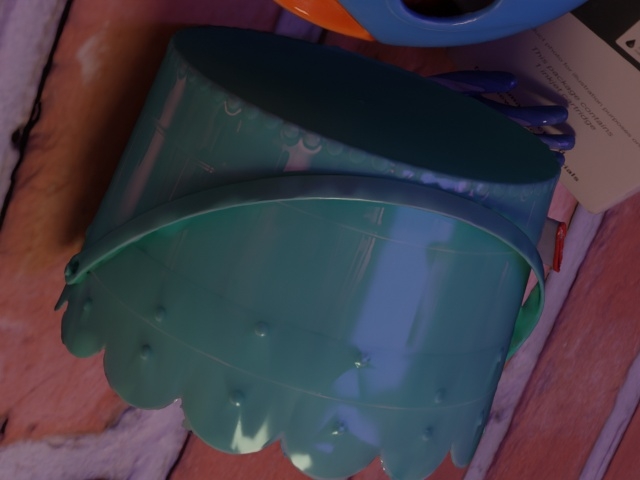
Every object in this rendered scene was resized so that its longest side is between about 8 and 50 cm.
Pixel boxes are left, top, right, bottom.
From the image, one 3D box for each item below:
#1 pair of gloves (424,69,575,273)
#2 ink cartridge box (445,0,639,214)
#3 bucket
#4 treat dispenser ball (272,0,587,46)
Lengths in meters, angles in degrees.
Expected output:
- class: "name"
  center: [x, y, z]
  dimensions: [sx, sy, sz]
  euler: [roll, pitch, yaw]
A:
- class: "pair of gloves"
  center: [0.095, -0.046, 1.233]
  dimensions: [0.198, 0.159, 0.023]
  euler: [82, 29, -47]
- class: "ink cartridge box"
  center: [0.288, -0.210, 1.113]
  dimensions: [0.285, 0.166, 0.395]
  euler: [-45, -177, -25]
- class: "bucket"
  center: [0.000, 0.000, 1.064]
  dimensions: [0.281, 0.281, 0.183]
  euler: [-3, 118, -49]
- class: "treat dispenser ball"
  center: [0.055, -0.239, 0.887]
  dimensions: [0.288, 0.288, 0.288]
  euler: [-31, 140, -31]
